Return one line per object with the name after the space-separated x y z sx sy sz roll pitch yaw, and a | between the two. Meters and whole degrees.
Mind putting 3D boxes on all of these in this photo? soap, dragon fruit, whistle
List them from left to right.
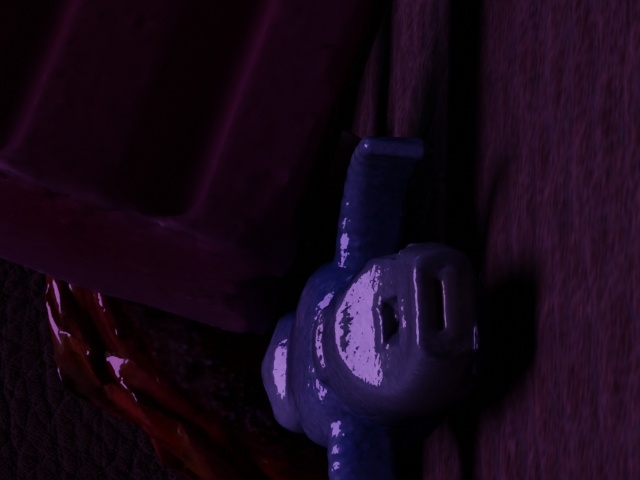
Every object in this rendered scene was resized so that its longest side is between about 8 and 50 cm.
-0.097 0.043 1.152 0.205 0.152 0.317 127 128 -59 | dragon fruit
-0.075 -0.157 1.050 0.128 0.233 0.359 103 -174 -67 | soap
0.028 0.051 0.926 0.269 0.093 0.180 121 153 -75 | whistle

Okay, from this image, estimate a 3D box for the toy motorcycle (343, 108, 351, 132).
-0.061 -0.103 1.376 0.125 0.196 0.331 40 -120 -76 | toy motorcycle

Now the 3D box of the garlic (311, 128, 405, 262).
0.000 0.000 1.229 0.147 0.102 0.159 173 90 -70 | garlic
